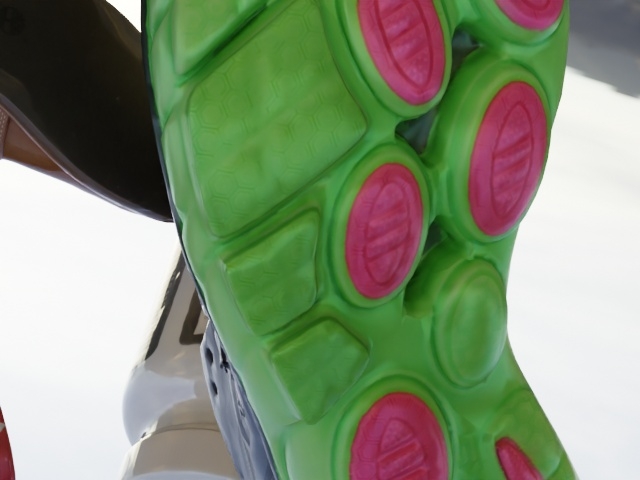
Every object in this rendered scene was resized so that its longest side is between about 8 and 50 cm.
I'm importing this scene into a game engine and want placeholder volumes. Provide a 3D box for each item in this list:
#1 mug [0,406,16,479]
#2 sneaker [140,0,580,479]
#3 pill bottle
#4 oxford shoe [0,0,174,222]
[{"bbox_3d":[-0.214,0.087,0.634,0.169,0.150,0.113,-15,-122,-28],"label":"mug"},{"bbox_3d":[0.000,0.000,0.716,0.185,0.482,0.202,-21,-147,-23],"label":"sneaker"},{"bbox_3d":[-0.041,0.082,1.075,0.162,0.162,0.278,17,-132,-2],"label":"pill bottle"},{"bbox_3d":[-0.131,-0.067,0.633,0.212,0.076,0.076,33,142,-31],"label":"oxford shoe"}]
